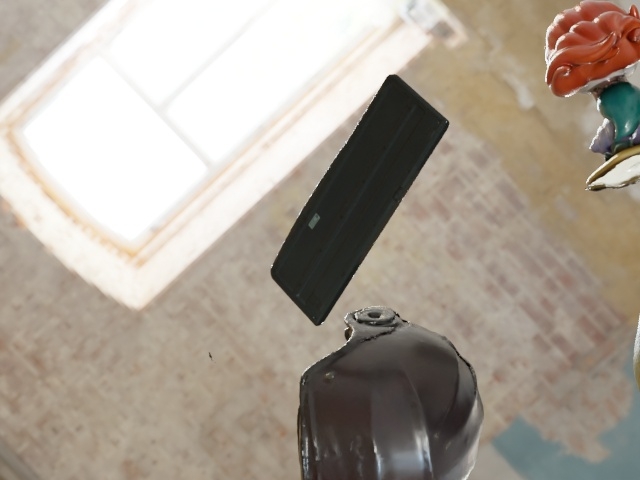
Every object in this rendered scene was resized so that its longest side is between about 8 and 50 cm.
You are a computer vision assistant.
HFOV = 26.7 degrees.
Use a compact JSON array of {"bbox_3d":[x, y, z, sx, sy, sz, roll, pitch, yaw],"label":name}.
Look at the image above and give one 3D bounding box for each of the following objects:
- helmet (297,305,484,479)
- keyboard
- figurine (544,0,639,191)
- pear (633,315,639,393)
[{"bbox_3d":[0.100,0.204,1.548,0.305,0.177,0.224,-44,-47,-52],"label":"helmet"},{"bbox_3d":[0.008,0.002,1.446,0.103,0.381,0.041,47,-159,30],"label":"keyboard"},{"bbox_3d":[0.396,-0.219,1.835,0.208,0.181,0.257,-8,-111,-41],"label":"figurine"},{"bbox_3d":[0.514,0.147,1.476,0.375,0.287,0.287,56,-172,14],"label":"pear"}]
